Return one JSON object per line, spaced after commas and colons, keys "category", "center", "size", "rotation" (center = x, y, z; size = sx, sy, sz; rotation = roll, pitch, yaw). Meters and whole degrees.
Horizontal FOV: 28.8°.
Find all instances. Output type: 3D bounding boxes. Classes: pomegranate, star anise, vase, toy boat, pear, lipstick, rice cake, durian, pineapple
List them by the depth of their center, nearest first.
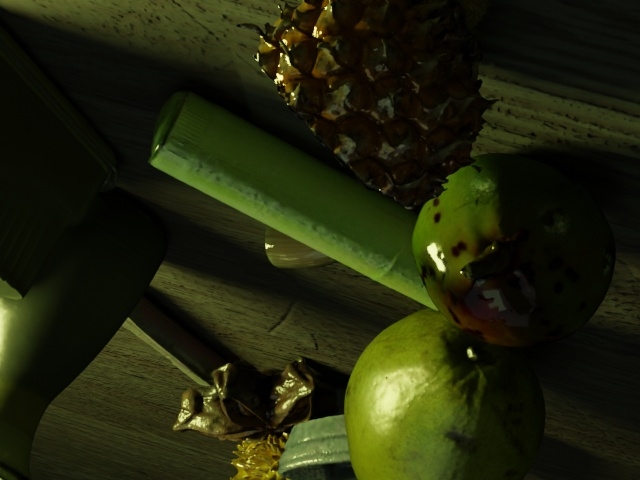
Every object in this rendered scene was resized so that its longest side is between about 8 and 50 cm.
{"category": "pineapple", "center": [0.056, -0.120, 0.823], "size": [0.176, 0.137, 0.161], "rotation": [36, -164, -42]}
{"category": "pomegranate", "center": [0.154, 0.021, 0.989], "size": [0.156, 0.156, 0.220], "rotation": [14, 160, 17]}
{"category": "lipstick", "center": [-0.009, -0.033, 1.096], "size": [0.304, 0.076, 0.076], "rotation": [28, 156, -15]}
{"category": "vase", "center": [0.000, 0.000, 1.189], "size": [0.100, 0.053, 0.053], "rotation": [-2, 147, 35]}
{"category": "pear", "center": [0.127, 0.177, 1.274], "size": [0.212, 0.212, 0.269], "rotation": [19, 148, 6]}
{"category": "vase", "center": [-0.299, 0.104, 1.327], "size": [0.173, 0.321, 0.173], "rotation": [18, 157, 8]}
{"category": "toy boat", "center": [0.087, 0.269, 1.570], "size": [0.283, 0.078, 0.127], "rotation": [-2, 153, 8]}
{"category": "rice cake", "center": [-0.205, 0.122, 1.632], "size": [0.055, 0.049, 0.270], "rotation": [29, 168, 46]}
{"category": "star anise", "center": [-0.088, 0.211, 1.654], "size": [0.220, 0.099, 0.214], "rotation": [-9, 151, 15]}
{"category": "durian", "center": [-0.038, 0.359, 1.907], "size": [0.183, 0.138, 0.249], "rotation": [35, 149, -9]}

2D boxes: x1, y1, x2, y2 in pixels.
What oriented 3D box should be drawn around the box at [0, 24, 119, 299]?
{"category": "box", "center": [-0.322, -0.071, 1.151], "size": [0.138, 0.178, 0.274], "rotation": [8, 152, 29]}
